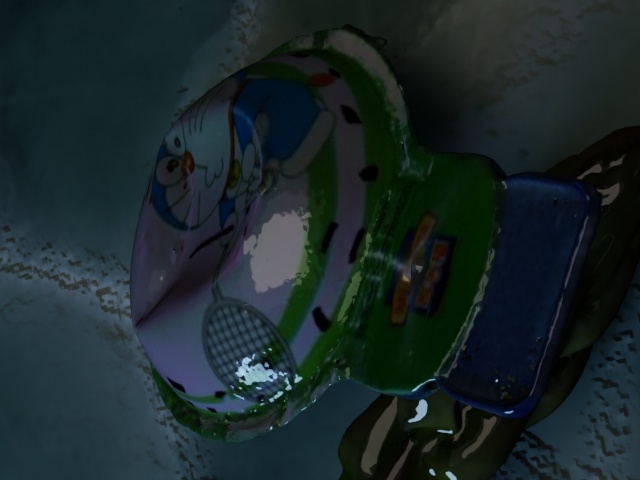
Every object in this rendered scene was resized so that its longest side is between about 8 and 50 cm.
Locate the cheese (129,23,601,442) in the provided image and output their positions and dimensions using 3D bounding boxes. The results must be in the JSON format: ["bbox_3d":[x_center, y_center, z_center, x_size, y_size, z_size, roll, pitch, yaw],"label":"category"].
[{"bbox_3d":[0.000,0.000,0.713,0.320,0.083,0.204,13,84,56],"label":"cheese"}]

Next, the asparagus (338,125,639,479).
[{"bbox_3d":[0.068,0.063,0.709,0.080,0.080,0.287,44,115,29],"label":"asparagus"}]
